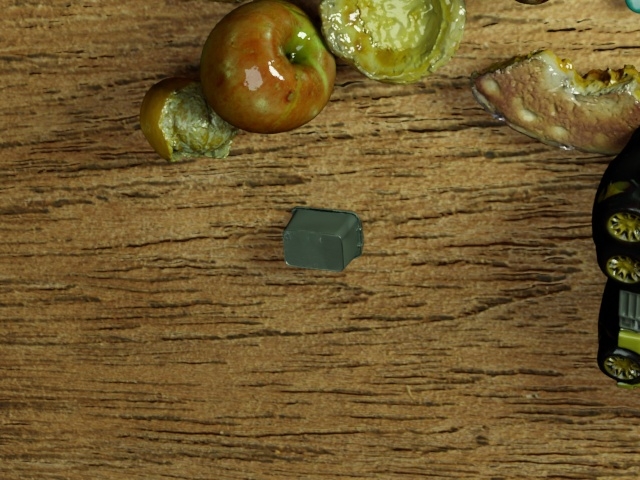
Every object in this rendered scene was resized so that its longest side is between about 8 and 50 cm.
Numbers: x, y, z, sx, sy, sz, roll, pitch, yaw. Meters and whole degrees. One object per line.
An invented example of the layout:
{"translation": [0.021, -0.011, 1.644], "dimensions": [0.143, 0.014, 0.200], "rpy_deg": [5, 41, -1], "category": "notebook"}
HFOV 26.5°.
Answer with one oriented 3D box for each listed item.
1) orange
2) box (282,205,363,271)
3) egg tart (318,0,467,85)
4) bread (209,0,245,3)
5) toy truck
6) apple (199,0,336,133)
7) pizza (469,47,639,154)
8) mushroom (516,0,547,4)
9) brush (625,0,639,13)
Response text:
{"translation": [-0.191, -0.178, 2.021], "dimensions": [0.156, 0.156, 0.134], "rpy_deg": [11, 112, 17], "category": "orange"}
{"translation": [0.000, 0.000, 2.095], "dimensions": [0.122, 0.069, 0.084], "rpy_deg": [6, 119, 20], "category": "box"}
{"translation": [0.101, -0.315, 1.860], "dimensions": [0.212, 0.090, 0.213], "rpy_deg": [10, 122, 16], "category": "egg tart"}
{"translation": [-0.078, -0.395, 1.889], "dimensions": [0.233, 0.076, 0.105], "rpy_deg": [-32, 58, 27], "category": "bread"}
{"translation": [0.491, 0.036, 1.789], "dimensions": [0.254, 0.181, 0.405], "rpy_deg": [14, 140, 22], "category": "toy truck"}
{"translation": [-0.079, -0.241, 1.919], "dimensions": [0.196, 0.196, 0.196], "rpy_deg": [10, 121, 17], "category": "apple"}
{"translation": [0.349, -0.191, 1.830], "dimensions": [0.305, 0.086, 0.161], "rpy_deg": [17, 141, 11], "category": "pizza"}
{"translation": [0.264, -0.411, 1.677], "dimensions": [0.138, 0.194, 0.231], "rpy_deg": [42, 128, 42], "category": "mushroom"}
{"translation": [0.452, -0.373, 1.721], "dimensions": [0.043, 0.032, 0.193], "rpy_deg": [35, 113, 6], "category": "brush"}
